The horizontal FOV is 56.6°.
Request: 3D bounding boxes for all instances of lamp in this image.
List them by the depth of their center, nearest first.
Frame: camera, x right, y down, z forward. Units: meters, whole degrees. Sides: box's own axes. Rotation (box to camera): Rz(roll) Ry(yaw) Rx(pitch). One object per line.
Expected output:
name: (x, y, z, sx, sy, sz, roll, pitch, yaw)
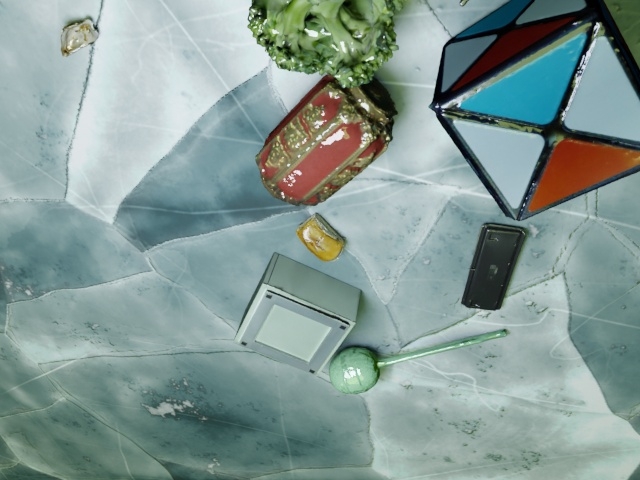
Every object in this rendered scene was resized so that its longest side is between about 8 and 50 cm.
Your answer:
lamp: (0.008, -0.177, 1.063, 0.177, 0.177, 0.274, 41, 125, -19)

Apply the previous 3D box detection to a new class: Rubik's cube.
Rubik's cube: (0.340, -0.221, 0.901, 0.250, 0.248, 0.246, -28, 117, 31)

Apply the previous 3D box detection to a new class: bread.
bread: (0.000, 0.000, 1.280, 0.072, 0.053, 0.106, -35, 108, 29)

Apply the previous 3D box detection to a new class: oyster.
oyster: (-0.451, -0.377, 1.097, 0.093, 0.034, 0.051, -20, 138, 13)

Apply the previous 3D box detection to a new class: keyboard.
keyboard: (0.361, 0.061, 1.262, 0.093, 0.025, 0.230, 8, 129, 5)

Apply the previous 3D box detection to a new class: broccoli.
broccoli: (0.005, -0.381, 0.873, 0.288, 0.235, 0.260, 25, 161, -16)

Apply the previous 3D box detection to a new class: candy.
candy: (0.227, 0.275, 1.433, 0.439, 0.119, 0.119, -18, 122, 15)

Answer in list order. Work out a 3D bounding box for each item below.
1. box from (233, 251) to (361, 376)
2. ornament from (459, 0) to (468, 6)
box: (-0.056, 0.181, 1.393, 0.225, 0.117, 0.225, 24, 129, -6)
ornament: (0.182, -0.457, 0.827, 0.196, 0.153, 0.166, 38, 126, -6)
